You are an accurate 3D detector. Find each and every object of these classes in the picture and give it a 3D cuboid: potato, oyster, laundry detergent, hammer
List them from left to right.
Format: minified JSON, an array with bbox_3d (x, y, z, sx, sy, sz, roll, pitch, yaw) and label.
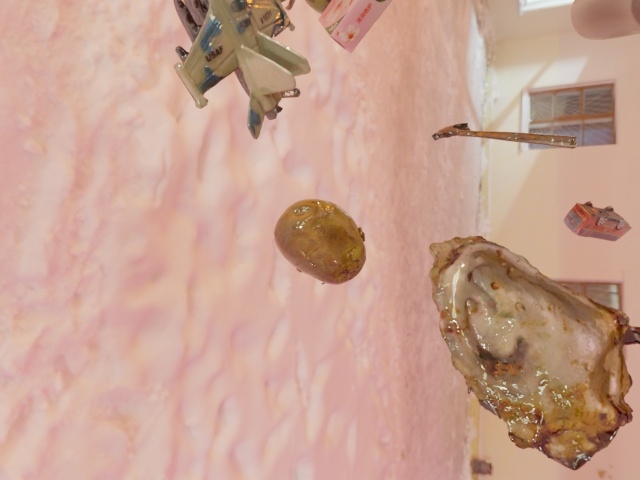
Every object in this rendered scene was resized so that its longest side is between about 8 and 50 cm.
[{"bbox_3d":[0.000,0.000,0.856,0.176,0.137,0.137,48,43,-22],"label":"potato"},{"bbox_3d":[0.399,-0.226,1.065,0.125,0.297,0.027,-31,125,-42],"label":"hammer"},{"bbox_3d":[0.273,0.141,0.714,0.096,0.361,0.221,26,99,-48],"label":"oyster"},{"bbox_3d":[0.674,-0.489,0.948,0.125,0.263,0.398,62,20,-17],"label":"laundry detergent"}]

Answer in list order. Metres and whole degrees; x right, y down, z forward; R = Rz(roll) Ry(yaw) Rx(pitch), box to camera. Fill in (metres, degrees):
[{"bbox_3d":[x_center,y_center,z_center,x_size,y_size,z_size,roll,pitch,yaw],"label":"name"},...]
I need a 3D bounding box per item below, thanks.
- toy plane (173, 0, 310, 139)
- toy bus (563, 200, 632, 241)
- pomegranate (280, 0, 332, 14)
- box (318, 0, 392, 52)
[{"bbox_3d":[-0.100,-0.233,0.460,0.262,0.088,0.192,57,44,-25],"label":"toy plane"},{"bbox_3d":[0.686,-0.043,1.201,0.192,0.077,0.065,7,40,-30],"label":"toy bus"},{"bbox_3d":[0.009,-0.470,0.882,0.156,0.220,0.157,10,76,-42],"label":"pomegranate"},{"bbox_3d":[0.057,-0.345,0.702,0.043,0.125,0.089,28,25,-32],"label":"box"}]
